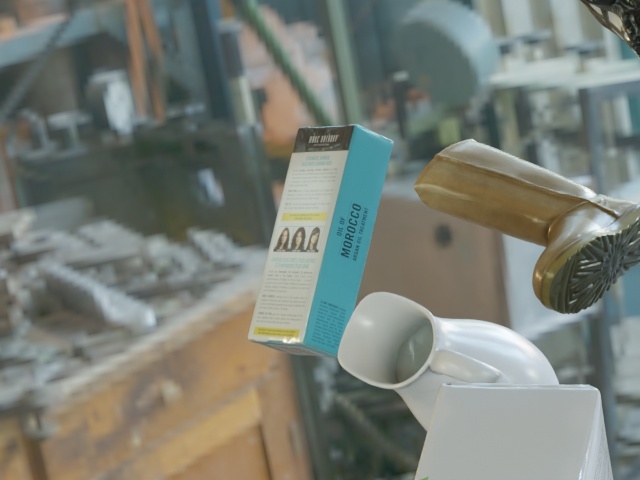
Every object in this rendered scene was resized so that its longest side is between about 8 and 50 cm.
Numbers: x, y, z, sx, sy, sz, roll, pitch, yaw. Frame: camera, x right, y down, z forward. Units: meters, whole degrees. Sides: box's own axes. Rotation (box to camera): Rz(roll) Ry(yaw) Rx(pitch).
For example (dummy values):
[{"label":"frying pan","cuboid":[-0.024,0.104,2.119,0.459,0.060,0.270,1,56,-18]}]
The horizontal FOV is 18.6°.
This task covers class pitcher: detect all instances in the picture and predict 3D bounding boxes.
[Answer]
[{"label":"pitcher","cuboid":[0.144,0.133,1.783,0.207,0.125,0.178,30,-5,-38]}]

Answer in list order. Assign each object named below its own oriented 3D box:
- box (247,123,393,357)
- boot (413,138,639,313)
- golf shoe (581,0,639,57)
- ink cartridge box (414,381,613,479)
[{"label":"box","cuboid":[0.000,0.000,2.099,0.060,0.244,0.100,22,-13,-37]},{"label":"boot","cuboid":[0.219,-0.019,2.217,0.269,0.089,0.236,23,30,32]},{"label":"golf shoe","cuboid":[0.331,-0.233,2.005,0.077,0.198,0.094,-46,-10,8]},{"label":"ink cartridge box","cuboid":[0.136,0.259,1.302,0.115,0.273,0.198,0,40,18]}]
